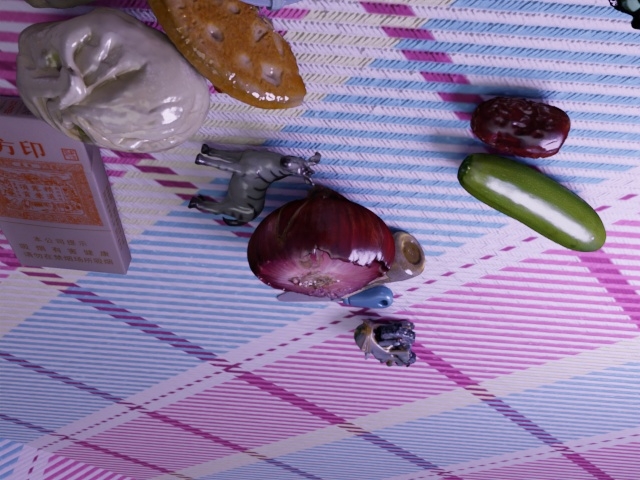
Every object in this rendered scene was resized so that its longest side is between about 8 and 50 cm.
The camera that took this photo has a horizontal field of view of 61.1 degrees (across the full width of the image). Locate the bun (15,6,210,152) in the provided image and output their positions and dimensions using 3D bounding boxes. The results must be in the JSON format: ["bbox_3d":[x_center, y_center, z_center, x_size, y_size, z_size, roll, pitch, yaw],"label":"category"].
[{"bbox_3d":[-0.259,-0.176,0.661,0.229,0.145,0.229,17,151,9],"label":"bun"}]

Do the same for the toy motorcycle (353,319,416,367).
[{"bbox_3d":[0.144,0.226,1.187,0.129,0.094,0.229,1,153,11],"label":"toy motorcycle"}]

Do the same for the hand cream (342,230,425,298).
[{"bbox_3d":[0.095,0.056,1.001,0.084,0.084,0.203,30,141,-27],"label":"hand cream"}]

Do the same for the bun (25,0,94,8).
[{"bbox_3d":[-0.282,-0.320,0.553,0.188,0.111,0.164,-9,141,11],"label":"bun"}]

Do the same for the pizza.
[{"bbox_3d":[-0.116,-0.238,0.644,0.246,0.127,0.058,28,158,-36],"label":"pizza"}]

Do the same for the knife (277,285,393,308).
[{"bbox_3d":[0.026,0.111,1.108,0.244,0.032,0.058,1,142,10],"label":"knife"}]

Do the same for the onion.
[{"bbox_3d":[0.002,0.011,0.885,0.247,0.161,0.248,10,147,7],"label":"onion"}]

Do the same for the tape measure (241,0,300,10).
[{"bbox_3d":[-0.047,-0.324,0.533,0.180,0.107,0.182,-18,138,15],"label":"tape measure"}]

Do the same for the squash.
[{"bbox_3d":[0.326,-0.061,0.827,0.292,0.082,0.082,24,136,-20],"label":"squash"}]

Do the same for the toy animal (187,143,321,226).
[{"bbox_3d":[-0.108,-0.086,0.845,0.175,0.074,0.217,17,142,-9],"label":"toy animal"}]

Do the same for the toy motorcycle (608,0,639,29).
[{"bbox_3d":[0.463,-0.294,0.517,0.331,0.125,0.196,-25,134,35],"label":"toy motorcycle"}]

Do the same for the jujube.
[{"bbox_3d":[0.268,-0.152,0.732,0.129,0.077,0.077,11,140,1],"label":"jujube"}]

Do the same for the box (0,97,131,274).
[{"bbox_3d":[-0.453,-0.074,0.906,0.204,0.051,0.365,6,140,-1],"label":"box"}]
